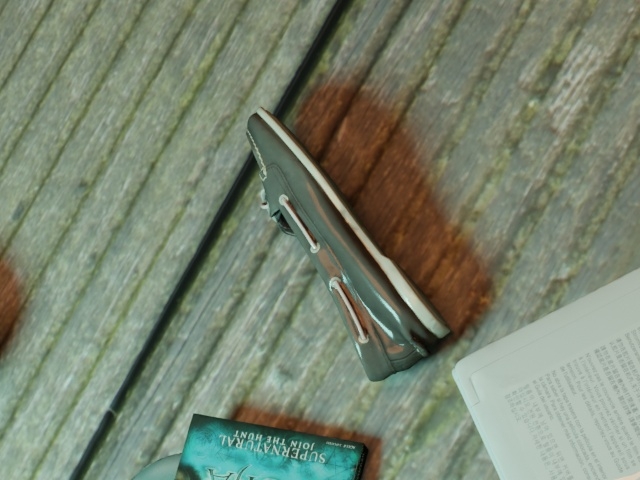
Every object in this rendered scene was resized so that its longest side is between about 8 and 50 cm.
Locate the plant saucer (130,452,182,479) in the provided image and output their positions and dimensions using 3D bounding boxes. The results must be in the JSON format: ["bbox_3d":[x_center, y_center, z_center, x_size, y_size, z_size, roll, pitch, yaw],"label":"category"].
[{"bbox_3d":[-0.151,0.309,2.010,0.195,0.037,0.195,-9,69,24],"label":"plant saucer"}]

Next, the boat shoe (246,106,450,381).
[{"bbox_3d":[0.000,0.000,2.001,0.095,0.112,0.335,-40,63,4],"label":"boat shoe"}]

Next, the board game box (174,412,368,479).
[{"bbox_3d":[-0.056,0.249,1.962,0.186,0.026,0.126,7,68,18],"label":"board game box"}]

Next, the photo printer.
[{"bbox_3d":[0.299,0.149,1.719,0.307,0.107,0.256,-28,57,7],"label":"photo printer"}]
